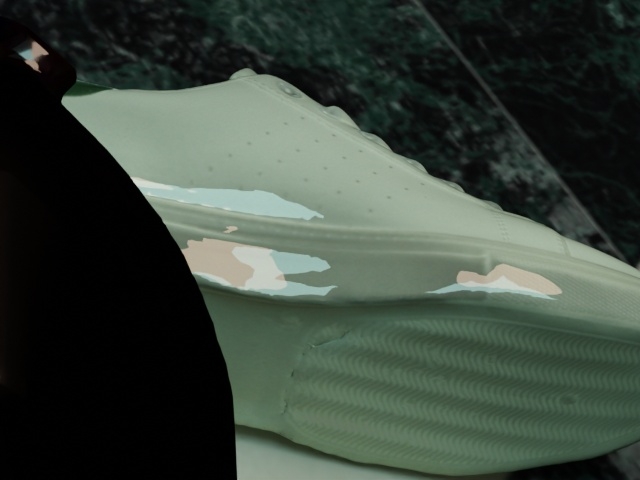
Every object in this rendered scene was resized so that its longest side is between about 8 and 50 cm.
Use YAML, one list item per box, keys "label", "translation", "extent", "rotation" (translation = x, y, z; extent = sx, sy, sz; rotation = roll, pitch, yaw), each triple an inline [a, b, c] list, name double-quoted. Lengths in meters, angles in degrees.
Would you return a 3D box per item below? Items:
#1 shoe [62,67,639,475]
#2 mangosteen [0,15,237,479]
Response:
- label: "shoe"
  translation: [0.000, 0.000, 0.865]
  extent: [0.363, 0.132, 0.160]
  rotation: [10, 46, -6]
- label: "mangosteen"
  translation: [-0.233, 0.103, 0.586]
  extent: [0.382, 0.382, 0.435]
  rotation: [29, 89, 5]
